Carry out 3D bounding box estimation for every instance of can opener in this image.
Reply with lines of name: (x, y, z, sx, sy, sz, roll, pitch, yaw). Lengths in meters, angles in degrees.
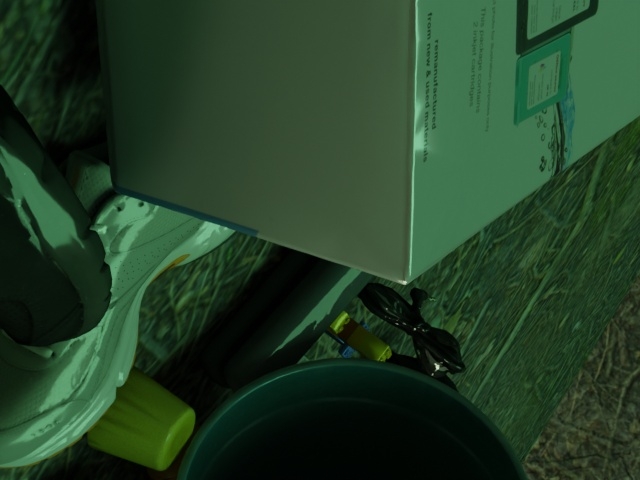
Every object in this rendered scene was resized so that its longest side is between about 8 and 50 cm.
can opener: (0.000, 0.000, 1.219, 0.283, 0.076, 0.095, -48, 127, -15)

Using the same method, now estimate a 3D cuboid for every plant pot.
plant pot: (0.017, 0.276, 1.189, 0.272, 0.272, 0.255, -42, 156, -31)

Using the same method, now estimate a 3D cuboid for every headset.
headset: (0.045, 0.193, 1.563, 0.243, 0.185, 0.394, -44, 173, -37)

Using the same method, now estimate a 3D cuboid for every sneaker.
sneaker: (-0.199, -0.034, 0.657, 0.140, 0.125, 0.341, -36, 150, -8)
sneaker: (-0.143, 0.009, 0.872, 0.262, 0.099, 0.121, -56, 154, -19)

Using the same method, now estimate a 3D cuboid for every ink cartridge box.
ink cartridge box: (0.041, -0.136, 0.807, 0.270, 0.198, 0.197, -33, 131, -47)

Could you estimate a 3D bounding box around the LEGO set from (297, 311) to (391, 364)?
LEGO set: (0.014, 0.105, 1.348, 0.087, 0.093, 0.227, -52, 160, -6)

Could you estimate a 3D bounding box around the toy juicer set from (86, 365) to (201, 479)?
toy juicer set: (-0.191, 0.264, 1.156, 0.329, 0.089, 0.209, -63, 165, -10)
